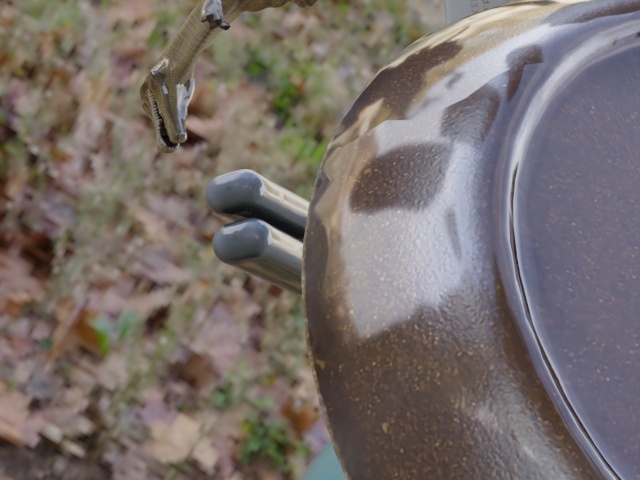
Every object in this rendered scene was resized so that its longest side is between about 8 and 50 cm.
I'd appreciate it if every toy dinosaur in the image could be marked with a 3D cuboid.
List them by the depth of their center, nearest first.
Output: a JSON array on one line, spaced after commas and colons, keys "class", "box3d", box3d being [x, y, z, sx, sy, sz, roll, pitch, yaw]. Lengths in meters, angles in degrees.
[{"class": "toy dinosaur", "box3d": [-0.011, -0.115, 0.642, 0.053, 0.092, 0.183, 44, 64, -14]}]

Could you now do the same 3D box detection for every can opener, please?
[{"class": "can opener", "box3d": [0.000, 0.000, 1.364, 0.280, 0.093, 0.074, 22, 54, -63]}]

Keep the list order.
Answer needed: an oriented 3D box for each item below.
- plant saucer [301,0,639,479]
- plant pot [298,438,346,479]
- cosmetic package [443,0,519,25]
[{"class": "plant saucer", "box3d": [0.146, 0.035, 0.543, 0.311, 0.050, 0.310, 14, 53, -19]}, {"class": "plant pot", "box3d": [0.098, 0.210, 1.022, 0.293, 0.235, 0.293, 4, 51, -5]}, {"class": "cosmetic package", "box3d": [0.331, -0.168, 1.202, 0.453, 0.161, 0.230, 1, 14, 23]}]
